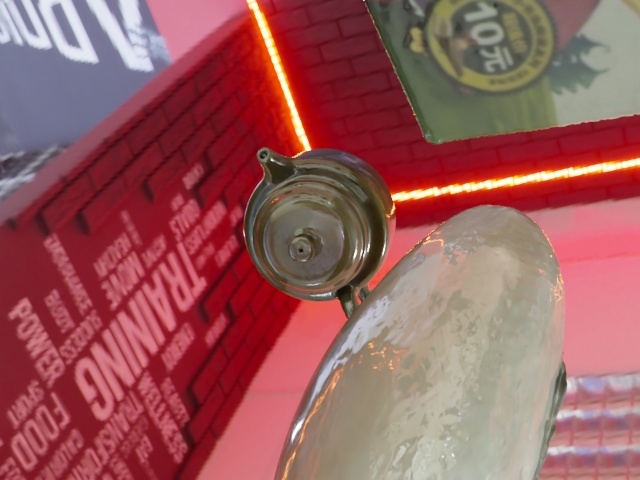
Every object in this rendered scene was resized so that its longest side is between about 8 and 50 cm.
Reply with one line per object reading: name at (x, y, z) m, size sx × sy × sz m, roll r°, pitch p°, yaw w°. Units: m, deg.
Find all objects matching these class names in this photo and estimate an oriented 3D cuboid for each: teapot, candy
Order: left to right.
teapot at (0.000, 0.000, 1.144) m, size 0.186 × 0.267 × 0.175 m, roll -27°, pitch -171°, yaw 19°
candy at (0.081, 0.155, 0.860) m, size 0.426 × 0.186 × 0.386 m, roll -62°, pitch -179°, yaw -17°

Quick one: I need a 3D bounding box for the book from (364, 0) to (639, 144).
book at (0.133, -0.138, 0.237) m, size 0.323 × 0.228 × 0.018 m, roll -6°, pitch -141°, yaw 32°
